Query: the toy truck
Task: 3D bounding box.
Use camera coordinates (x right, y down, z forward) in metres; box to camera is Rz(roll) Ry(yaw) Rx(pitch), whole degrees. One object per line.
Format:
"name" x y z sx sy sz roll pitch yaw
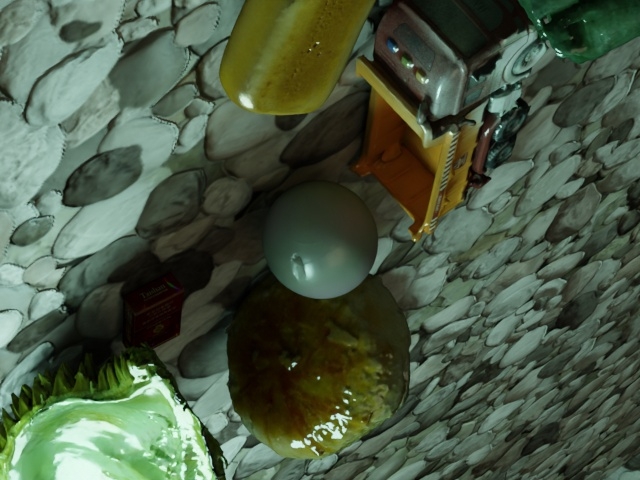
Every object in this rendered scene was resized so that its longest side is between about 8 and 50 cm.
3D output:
"toy truck" 0.100 -0.120 1.353 0.135 0.114 0.270 -35 159 -19

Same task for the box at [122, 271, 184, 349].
"box" -0.151 0.068 1.438 0.051 0.023 0.082 -27 154 -23

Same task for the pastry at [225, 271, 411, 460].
"pastry" -0.007 0.112 1.540 0.192 0.182 0.093 -39 163 31

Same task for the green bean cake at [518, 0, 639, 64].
"green bean cake" 0.195 -0.241 1.237 0.107 0.193 0.208 -32 -177 20

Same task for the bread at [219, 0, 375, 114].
"bread" 0.003 -0.193 1.119 0.092 0.074 0.239 0 137 -32

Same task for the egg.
"egg" 0.000 0.000 1.430 0.103 0.103 0.135 -37 160 -3

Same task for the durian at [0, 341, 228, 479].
"durian" -0.187 0.213 1.430 0.163 0.198 0.394 -19 151 -30
